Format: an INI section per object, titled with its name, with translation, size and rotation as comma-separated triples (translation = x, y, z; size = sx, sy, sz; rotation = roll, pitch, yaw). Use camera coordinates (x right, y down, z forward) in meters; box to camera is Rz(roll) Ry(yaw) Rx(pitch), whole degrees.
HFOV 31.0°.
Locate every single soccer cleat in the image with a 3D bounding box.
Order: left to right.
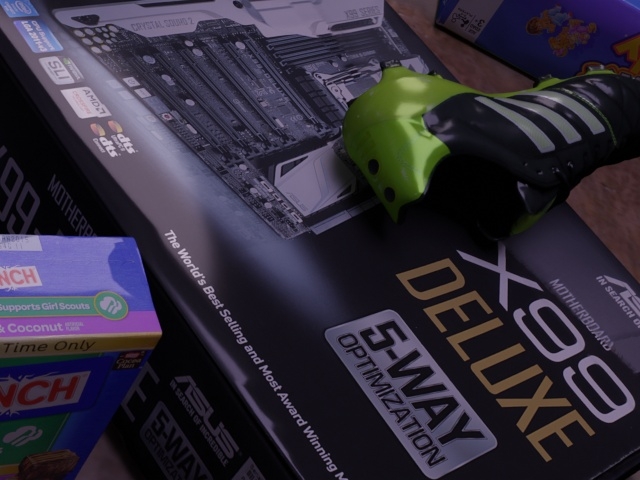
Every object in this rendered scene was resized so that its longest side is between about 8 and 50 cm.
[soccer cleat]
translation = 0.090, -0.036, 0.500
size = 0.179, 0.060, 0.072
rotation = -4, 61, -31

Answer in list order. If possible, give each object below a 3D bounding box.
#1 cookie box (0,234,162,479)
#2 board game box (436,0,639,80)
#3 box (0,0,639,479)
[cookie box]
translation = -0.110, 0.045, 0.347
size = 0.092, 0.107, 0.040
rotation = 1, 49, -34
[board game box]
translation = 0.260, -0.163, 0.853
size = 0.347, 0.078, 0.233
rotation = 27, 39, -10
[box]
translation = 0.000, 0.000, 0.497
size = 0.242, 0.076, 0.307
rotation = -14, 59, -45
